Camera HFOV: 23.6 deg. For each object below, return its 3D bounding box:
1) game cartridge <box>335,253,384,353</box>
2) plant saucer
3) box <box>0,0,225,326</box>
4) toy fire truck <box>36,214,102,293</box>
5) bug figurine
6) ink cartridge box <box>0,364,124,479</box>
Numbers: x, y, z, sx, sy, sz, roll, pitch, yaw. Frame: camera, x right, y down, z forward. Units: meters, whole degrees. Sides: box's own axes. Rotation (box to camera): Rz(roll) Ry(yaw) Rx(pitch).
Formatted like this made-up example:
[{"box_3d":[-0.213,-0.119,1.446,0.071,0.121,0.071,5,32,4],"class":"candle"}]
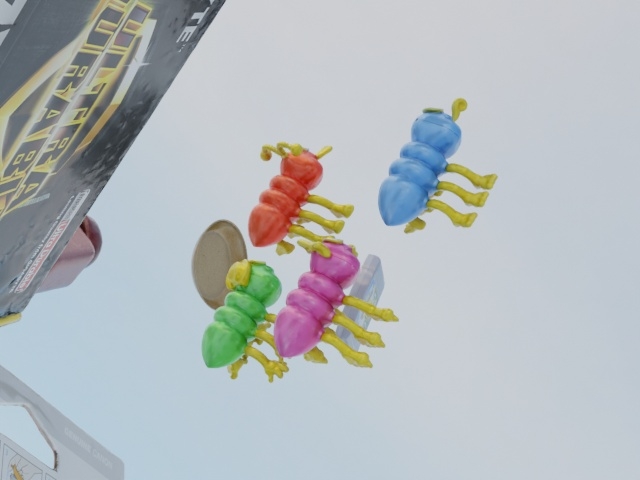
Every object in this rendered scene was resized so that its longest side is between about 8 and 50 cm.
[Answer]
[{"box_3d":[0.035,0.056,1.328,0.017,0.083,0.056,15,-23,19],"class":"game cartridge"},{"box_3d":[-0.094,0.022,1.384,0.015,0.083,0.083,2,-57,30],"class":"plant saucer"},{"box_3d":[-0.153,-0.080,0.691,0.079,0.257,0.322,41,-70,14],"class":"box"},{"box_3d":[-0.276,-0.070,1.164,0.302,0.169,0.254,47,11,31],"class":"toy fire truck"},{"box_3d":[0.000,0.000,1.106,0.072,0.216,0.279,36,-22,-22],"class":"bug figurine"},{"box_3d":[-0.231,0.222,1.063,0.066,0.261,0.296,-18,-37,16],"class":"ink cartridge box"}]
